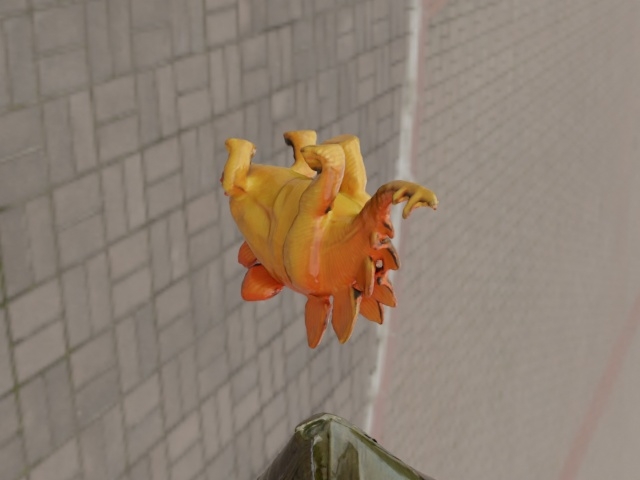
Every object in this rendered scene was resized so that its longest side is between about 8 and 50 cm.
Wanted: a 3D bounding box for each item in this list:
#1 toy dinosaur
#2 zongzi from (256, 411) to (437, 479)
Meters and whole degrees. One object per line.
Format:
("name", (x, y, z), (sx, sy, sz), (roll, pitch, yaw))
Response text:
("toy dinosaur", (0.000, 0.000, 0.655), (0.070, 0.288, 0.117), (-7, 103, -24))
("zongzi", (0.077, 0.227, 0.578), (0.111, 0.248, 0.241), (-53, -158, 30))
